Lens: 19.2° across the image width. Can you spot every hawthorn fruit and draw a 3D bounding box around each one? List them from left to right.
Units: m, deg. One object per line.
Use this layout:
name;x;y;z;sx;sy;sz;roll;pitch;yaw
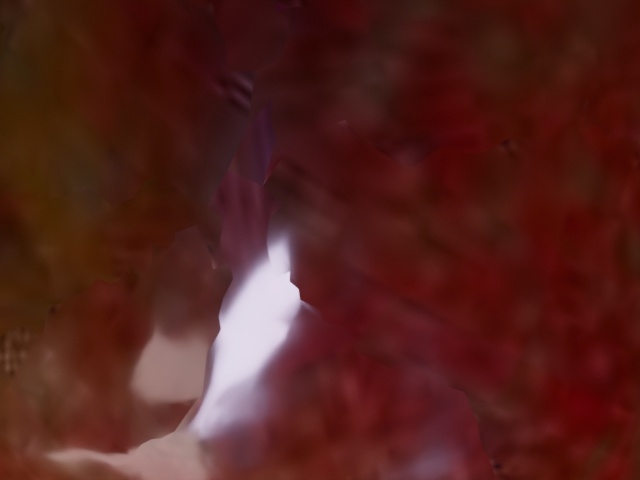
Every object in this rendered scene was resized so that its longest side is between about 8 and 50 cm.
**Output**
hawthorn fruit;-0.009;-0.025;0.606;0.308;0.308;0.325;21;154;46
